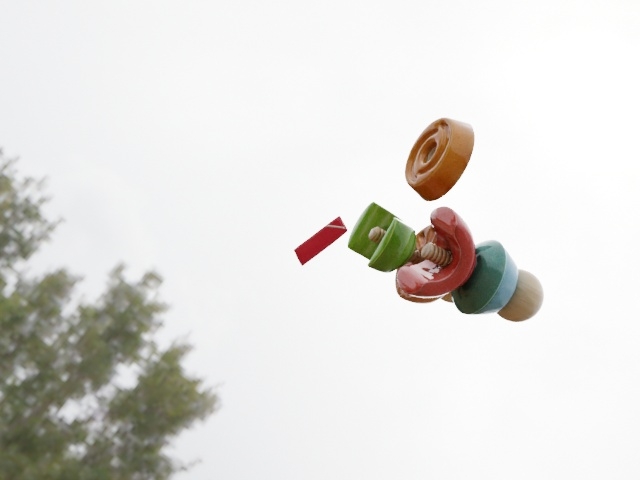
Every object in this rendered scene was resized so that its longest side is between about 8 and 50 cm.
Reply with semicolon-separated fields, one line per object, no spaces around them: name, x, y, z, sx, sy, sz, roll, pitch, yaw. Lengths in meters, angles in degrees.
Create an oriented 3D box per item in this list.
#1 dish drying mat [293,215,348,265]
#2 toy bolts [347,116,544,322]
dish drying mat;0.000;0.000;1.719;0.008;0.083;0.032;38;19;-54
toy bolts;0.168;-0.002;1.379;0.158;0.218;0.228;27;11;-24
